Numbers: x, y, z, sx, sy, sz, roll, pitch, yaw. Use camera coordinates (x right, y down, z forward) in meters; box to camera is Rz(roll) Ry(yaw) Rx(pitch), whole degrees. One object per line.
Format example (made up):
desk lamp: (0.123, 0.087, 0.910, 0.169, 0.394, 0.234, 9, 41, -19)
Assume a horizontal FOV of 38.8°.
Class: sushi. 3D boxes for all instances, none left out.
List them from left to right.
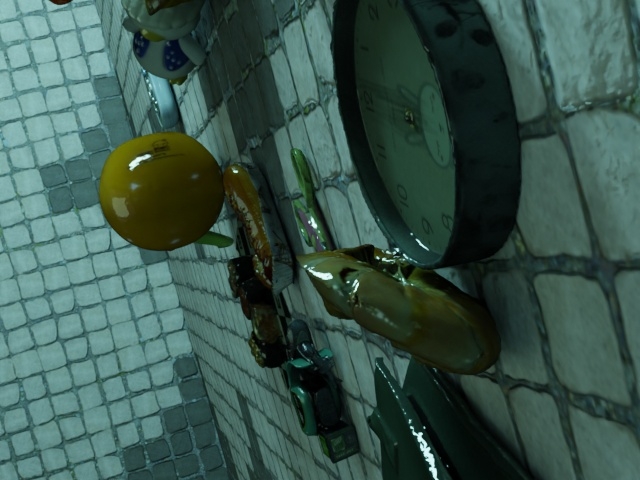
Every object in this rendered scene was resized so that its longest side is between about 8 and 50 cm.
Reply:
sushi: (-0.113, 0.085, 1.462, 0.264, 0.050, 0.290, 104, 148, -63)

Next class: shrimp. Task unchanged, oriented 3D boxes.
shrimp: (0.046, 0.037, 0.675, 0.267, 0.145, 0.061, -106, 37, -77)

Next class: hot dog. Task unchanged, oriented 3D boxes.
hot dog: (-0.085, -0.020, 1.227, 0.108, 0.059, 0.191, 98, 151, -68)

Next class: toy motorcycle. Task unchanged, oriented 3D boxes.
toy motorcycle: (-0.004, 0.183, 1.141, 0.100, 0.058, 0.173, 17, 123, 65)

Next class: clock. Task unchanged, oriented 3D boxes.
clock: (0.062, -0.084, 0.615, 0.215, 0.042, 0.215, 164, 90, -76)

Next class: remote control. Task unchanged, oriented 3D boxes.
remote control: (-0.342, -0.347, 1.876, 0.087, 0.047, 0.244, 124, 128, -76)

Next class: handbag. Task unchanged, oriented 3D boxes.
handbag: (0.108, 0.246, 0.730, 0.260, 0.079, 0.247, -128, 27, -62)

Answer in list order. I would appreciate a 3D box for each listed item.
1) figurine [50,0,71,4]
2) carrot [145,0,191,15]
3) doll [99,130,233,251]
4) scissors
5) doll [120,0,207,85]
figurine: (-0.356, -0.522, 1.267, 0.412, 0.241, 0.306, -17, 132, 45)
carrot: (-0.200, -0.428, 1.104, 0.114, 0.114, 0.301, -130, 25, -59)
doll: (-0.263, -0.057, 1.550, 0.213, 0.213, 0.236, -121, 18, -45)
scissors: (0.000, 0.000, 0.991, 0.133, 0.020, 0.187, 87, 163, -52)
doll: (-0.230, -0.316, 1.336, 0.138, 0.119, 0.293, 29, 161, 0)
